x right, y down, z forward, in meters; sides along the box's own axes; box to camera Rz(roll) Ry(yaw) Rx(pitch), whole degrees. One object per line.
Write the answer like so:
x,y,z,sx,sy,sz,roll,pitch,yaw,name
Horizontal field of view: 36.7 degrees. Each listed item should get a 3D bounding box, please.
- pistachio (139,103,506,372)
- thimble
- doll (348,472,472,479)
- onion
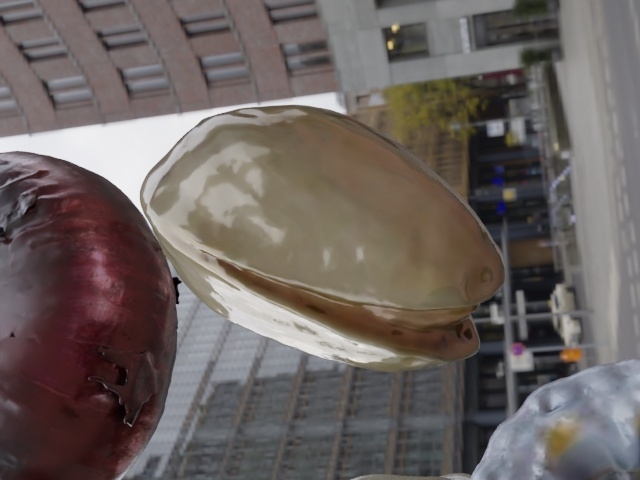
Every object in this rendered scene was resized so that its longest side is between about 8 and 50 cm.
0.000,0.000,0.478,0.124,0.184,0.124,-50,-27,-37,pistachio
0.125,0.133,0.349,0.118,0.127,0.151,55,-153,-47,thimble
0.139,0.309,0.785,0.226,0.370,0.215,-54,-21,-54,doll
-0.237,0.087,0.728,0.232,0.313,0.314,37,-133,-52,onion
